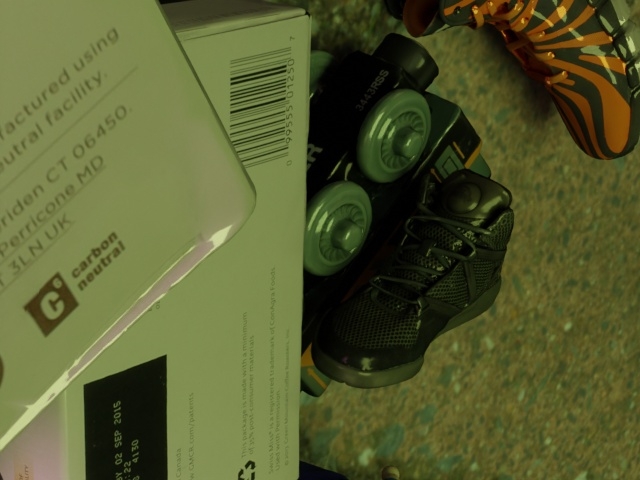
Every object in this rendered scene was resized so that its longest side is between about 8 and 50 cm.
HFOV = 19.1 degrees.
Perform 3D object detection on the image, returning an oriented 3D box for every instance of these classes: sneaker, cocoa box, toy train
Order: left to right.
[{"bbox_3d":[-0.166,0.010,1.273,0.231,0.228,0.347,-19,117,-46],"label":"cocoa box"},{"bbox_3d":[0.000,0.000,1.498,0.334,0.142,0.190,-55,141,-11],"label":"toy train"},{"bbox_3d":[0.072,0.021,1.418,0.227,0.087,0.130,-31,141,-47],"label":"sneaker"},{"bbox_3d":[0.153,-0.183,1.584,0.180,0.125,0.321,-33,114,-23],"label":"sneaker"}]

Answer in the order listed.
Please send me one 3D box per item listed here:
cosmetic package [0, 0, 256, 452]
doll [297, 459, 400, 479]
[{"bbox_3d":[-0.309,-0.088,0.912,0.329,0.394,0.327,-44,137,-16],"label":"cosmetic package"},{"bbox_3d":[0.013,0.217,1.541,0.129,0.189,0.046,-25,120,-32],"label":"doll"}]
